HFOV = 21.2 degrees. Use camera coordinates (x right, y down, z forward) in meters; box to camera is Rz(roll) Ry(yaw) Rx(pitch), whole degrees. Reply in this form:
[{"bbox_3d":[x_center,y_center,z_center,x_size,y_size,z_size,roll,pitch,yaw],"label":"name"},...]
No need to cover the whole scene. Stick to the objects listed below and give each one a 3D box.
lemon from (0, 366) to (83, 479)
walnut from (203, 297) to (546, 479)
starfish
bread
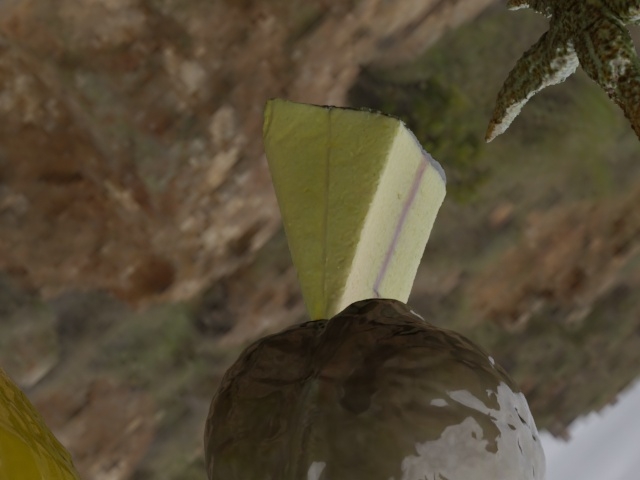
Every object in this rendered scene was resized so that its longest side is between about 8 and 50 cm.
[{"bbox_3d":[-0.247,0.196,0.787,0.364,0.364,0.364,-43,175,-5],"label":"lemon"},{"bbox_3d":[0.038,0.161,1.231,0.248,0.248,0.248,-43,175,-5],"label":"walnut"},{"bbox_3d":[0.255,-0.197,1.571,0.358,0.078,0.347,-48,-144,29],"label":"starfish"},{"bbox_3d":[0.000,0.004,1.713,0.168,0.163,0.264,51,55,-58],"label":"bread"}]
